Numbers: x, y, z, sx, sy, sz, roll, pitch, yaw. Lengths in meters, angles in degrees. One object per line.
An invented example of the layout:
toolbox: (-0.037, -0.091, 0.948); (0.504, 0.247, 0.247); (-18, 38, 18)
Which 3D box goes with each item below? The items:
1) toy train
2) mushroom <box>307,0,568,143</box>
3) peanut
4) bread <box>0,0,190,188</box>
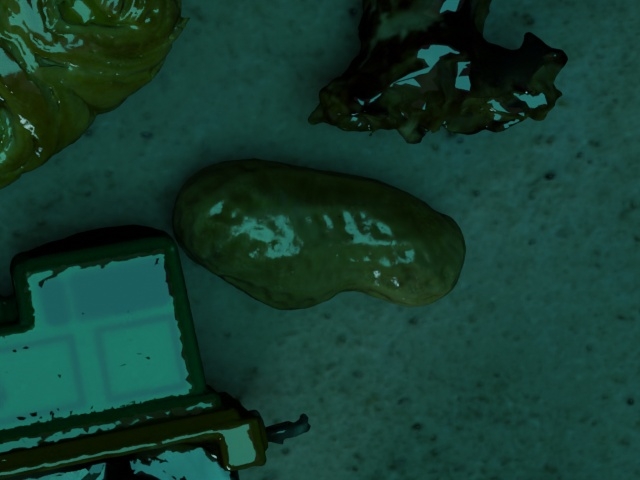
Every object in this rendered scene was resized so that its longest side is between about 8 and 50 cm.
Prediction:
toy train: (-0.222, 0.130, 1.235); (0.429, 0.178, 0.249); (-10, 94, -11)
mushroom: (0.144, -0.281, 1.217); (0.331, 0.356, 0.334); (-6, 66, -9)
peanut: (0.000, 0.000, 1.291); (0.226, 0.095, 0.108); (7, 87, -16)
bread: (-0.219, -0.154, 1.197); (0.236, 0.120, 0.198); (-38, 108, -3)
